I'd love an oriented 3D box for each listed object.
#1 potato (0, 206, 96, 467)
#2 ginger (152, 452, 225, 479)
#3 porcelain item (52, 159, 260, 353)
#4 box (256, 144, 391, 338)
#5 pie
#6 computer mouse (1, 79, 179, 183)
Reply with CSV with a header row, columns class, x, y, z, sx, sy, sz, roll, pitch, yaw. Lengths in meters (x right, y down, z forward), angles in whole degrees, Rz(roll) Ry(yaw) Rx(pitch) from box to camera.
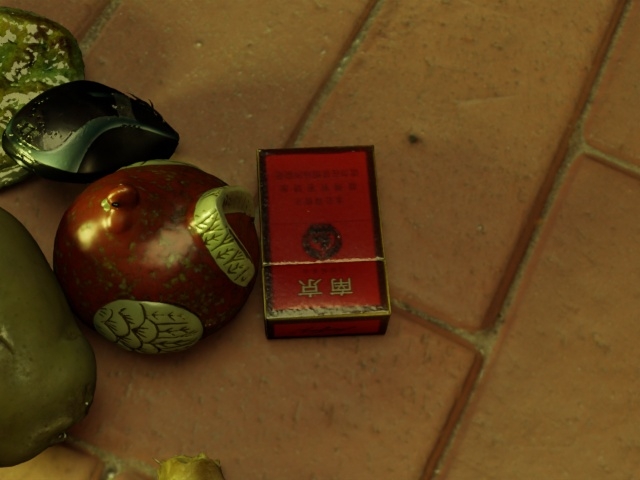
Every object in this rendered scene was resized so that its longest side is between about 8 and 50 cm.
class,x,y,z,sx,sy,sz,roll,pitch,yaw
potato,-0.400,0.104,1.346,0.243,0.221,0.326,-24,70,-16
ginger,-0.073,0.404,1.286,0.375,0.166,0.236,33,101,39
porcelain item,-0.192,0.001,1.403,0.252,0.253,0.253,1,62,-2
box,0.000,-0.001,1.499,0.153,0.074,0.240,-1,63,-7
pie,-0.444,-0.195,1.580,0.276,0.078,0.277,0,62,0
computer mouse,-0.279,-0.142,1.497,0.137,0.096,0.233,39,35,26
